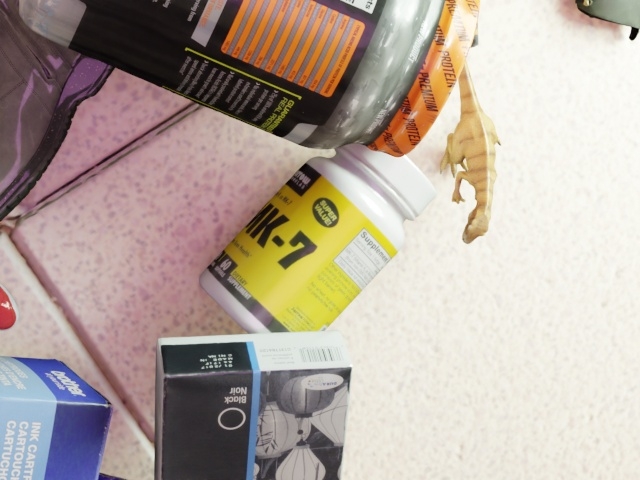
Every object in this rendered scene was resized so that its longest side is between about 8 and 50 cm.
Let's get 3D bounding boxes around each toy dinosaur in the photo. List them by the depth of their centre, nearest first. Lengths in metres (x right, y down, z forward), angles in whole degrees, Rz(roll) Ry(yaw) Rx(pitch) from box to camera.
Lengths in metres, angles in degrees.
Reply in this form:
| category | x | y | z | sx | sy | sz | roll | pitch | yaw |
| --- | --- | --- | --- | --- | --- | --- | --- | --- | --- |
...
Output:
| category | x | y | z | sx | sy | sz | roll | pitch | yaw |
| --- | --- | --- | --- | --- | --- | --- | --- | --- | --- |
| toy dinosaur | 0.142 | -0.104 | 1.257 | 0.064 | 0.112 | 0.212 | -9 | 85 | -2 |

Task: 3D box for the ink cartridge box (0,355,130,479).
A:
| category | x | y | z | sx | sy | sz | roll | pitch | yaw |
| --- | --- | --- | --- | --- | --- | --- | --- | --- | --- |
| ink cartridge box | -0.346 | 0.232 | 1.149 | 0.395 | 0.151 | 0.270 | 8 | 98 | -33 |

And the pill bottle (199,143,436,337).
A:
| category | x | y | z | sx | sy | sz | roll | pitch | yaw |
| --- | --- | --- | --- | --- | --- | --- | --- | --- | --- |
| pill bottle | 0.000 | 0.000 | 1.237 | 0.119 | 0.119 | 0.208 | 43 | 87 | -14 |

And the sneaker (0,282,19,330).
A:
| category | x | y | z | sx | sy | sz | roll | pitch | yaw |
| --- | --- | --- | --- | --- | --- | --- | --- | --- | --- |
| sneaker | -0.315 | 0.040 | 1.203 | 0.042 | 0.067 | 0.118 | -44 | 104 | -2 |

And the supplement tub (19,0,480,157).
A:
| category | x | y | z | sx | sy | sz | roll | pitch | yaw |
| --- | --- | --- | --- | --- | --- | --- | --- | --- | --- |
| supplement tub | -0.055 | -0.204 | 1.108 | 0.338 | 0.207 | 0.207 | 23 | 93 | -13 |

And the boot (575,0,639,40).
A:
| category | x | y | z | sx | sy | sz | roll | pitch | yaw |
| --- | --- | --- | --- | --- | --- | --- | --- | --- | --- |
| boot | 0.244 | -0.280 | 1.274 | 0.197 | 0.077 | 0.137 | 18 | 99 | -13 |

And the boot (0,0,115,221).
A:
| category | x | y | z | sx | sy | sz | roll | pitch | yaw |
| --- | --- | --- | --- | --- | --- | --- | --- | --- | --- |
| boot | -0.287 | -0.137 | 1.186 | 0.161 | 0.083 | 0.246 | 34 | 84 | -9 |

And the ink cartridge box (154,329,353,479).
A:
| category | x | y | z | sx | sy | sz | roll | pitch | yaw |
| --- | --- | --- | --- | --- | --- | --- | --- | --- | --- |
| ink cartridge box | -0.067 | 0.235 | 1.227 | 0.165 | 0.065 | 0.333 | -3 | 122 | -12 |

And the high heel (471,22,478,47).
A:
| category | x | y | z | sx | sy | sz | roll | pitch | yaw |
| --- | --- | --- | --- | --- | --- | --- | --- | --- | --- |
| high heel | 0.148 | -0.310 | 1.230 | 0.261 | 0.093 | 0.186 | -43 | 99 | 13 |
